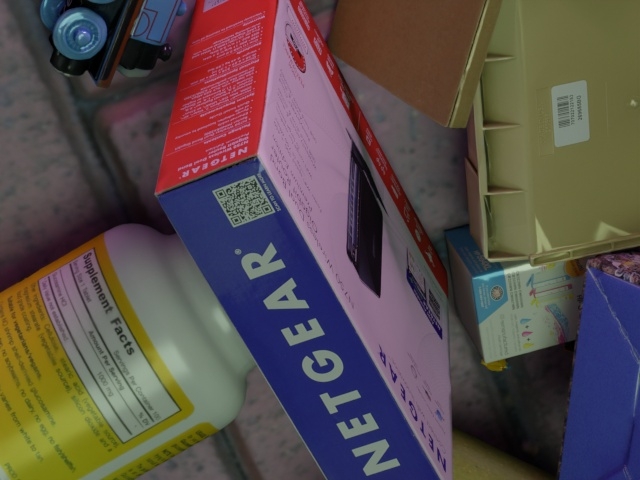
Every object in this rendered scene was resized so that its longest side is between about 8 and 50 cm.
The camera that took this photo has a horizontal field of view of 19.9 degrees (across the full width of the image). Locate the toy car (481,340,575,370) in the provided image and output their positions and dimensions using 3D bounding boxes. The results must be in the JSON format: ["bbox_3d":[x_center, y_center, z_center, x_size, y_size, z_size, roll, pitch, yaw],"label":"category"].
[{"bbox_3d":[0.206,0.085,1.670,0.122,0.060,0.040,-8,164,9],"label":"toy car"}]

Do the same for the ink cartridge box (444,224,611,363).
[{"bbox_3d":[0.193,0.032,1.597,0.143,0.090,0.092,-14,119,-6],"label":"ink cartridge box"}]

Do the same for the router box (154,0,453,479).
[{"bbox_3d":[0.000,0.000,1.409,0.082,0.301,0.335,-20,121,15],"label":"router box"}]

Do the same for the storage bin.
[{"bbox_3d":[0.239,-0.133,1.509,0.260,0.123,0.262,-11,119,-8],"label":"storage bin"}]

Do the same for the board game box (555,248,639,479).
[{"bbox_3d":[0.359,0.125,1.575,0.291,0.141,0.232,-10,113,-40],"label":"board game box"}]

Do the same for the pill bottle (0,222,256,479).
[{"bbox_3d":[-0.183,0.105,1.485,0.334,0.188,0.188,-30,119,2],"label":"pill bottle"}]

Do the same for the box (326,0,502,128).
[{"bbox_3d":[0.081,-0.210,1.411,0.021,0.164,0.201,-4,119,-38],"label":"box"}]

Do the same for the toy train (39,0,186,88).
[{"bbox_3d":[-0.144,-0.204,1.404,0.105,0.080,0.184,13,112,-26],"label":"toy train"}]

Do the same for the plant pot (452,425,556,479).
[{"bbox_3d":[0.151,0.298,1.644,0.254,0.276,0.276,35,104,-15],"label":"plant pot"}]
